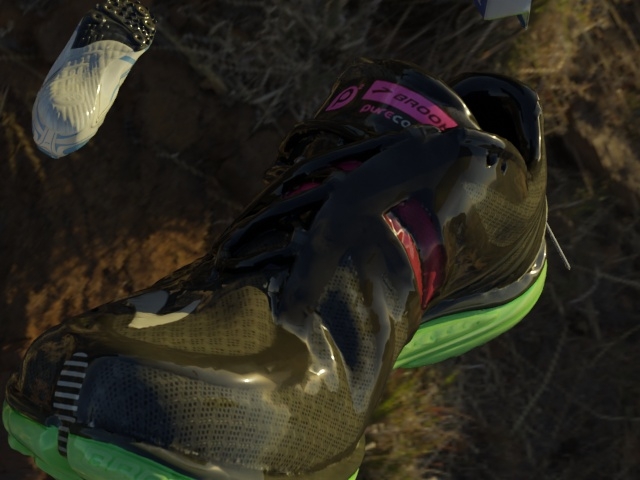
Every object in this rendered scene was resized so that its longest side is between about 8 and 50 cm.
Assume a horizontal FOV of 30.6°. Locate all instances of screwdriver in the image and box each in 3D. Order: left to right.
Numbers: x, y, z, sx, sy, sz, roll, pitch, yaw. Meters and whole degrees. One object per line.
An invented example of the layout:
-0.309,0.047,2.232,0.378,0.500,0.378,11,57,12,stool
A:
0.276,-0.017,1.407,0.170,0.025,0.024,49,32,-37,screwdriver

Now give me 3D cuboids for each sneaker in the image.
-0.267,-0.194,1.363,0.085,0.086,0.237,33,54,-11,sneaker
0.000,0.000,0.667,0.483,0.185,0.202,-32,134,-57,sneaker

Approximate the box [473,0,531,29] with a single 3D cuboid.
0.119,-0.239,0.802,0.042,0.178,0.109,-14,57,-11,box
